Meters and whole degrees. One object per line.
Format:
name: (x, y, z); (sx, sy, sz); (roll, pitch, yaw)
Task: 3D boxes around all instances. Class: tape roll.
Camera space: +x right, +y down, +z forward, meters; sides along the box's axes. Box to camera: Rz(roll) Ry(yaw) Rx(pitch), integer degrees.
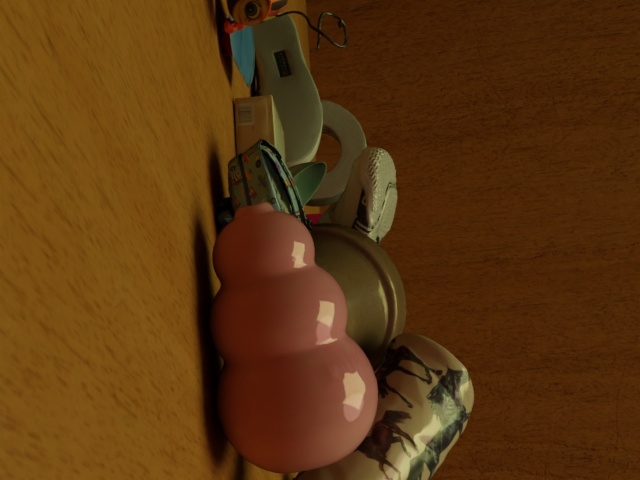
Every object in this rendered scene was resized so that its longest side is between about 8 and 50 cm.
tape roll: (-0.008, -0.186, 2.155); (0.072, 0.219, 0.219); (62, 23, -78)

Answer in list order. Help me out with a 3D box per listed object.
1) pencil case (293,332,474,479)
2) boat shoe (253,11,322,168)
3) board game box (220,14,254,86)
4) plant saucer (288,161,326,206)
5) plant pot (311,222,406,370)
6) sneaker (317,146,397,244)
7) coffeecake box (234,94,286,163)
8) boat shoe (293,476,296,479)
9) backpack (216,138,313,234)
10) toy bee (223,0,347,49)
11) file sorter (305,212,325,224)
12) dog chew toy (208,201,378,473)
pencil case: (0.062, 0.313, 1.426); (0.410, 0.183, 0.160); (-48, 123, -32)
boat shoe: (-0.077, -0.280, 2.050); (0.156, 0.135, 0.367); (85, -8, -64)
board game box: (-0.144, -0.334, 1.669); (0.169, 0.033, 0.133); (60, 29, -69)
plant saucer: (-0.070, -0.071, 1.709); (0.037, 0.195, 0.195); (43, -7, 12)
plant pot: (-0.021, 0.110, 1.530); (0.229, 0.263, 0.263); (-11, 96, -70)
sneaker: (0.000, 0.000, 1.720); (0.137, 0.210, 0.366); (-41, 144, -60)
coffeecake box: (-0.102, -0.155, 1.774); (0.185, 0.068, 0.142); (71, 14, -76)
boat shoe: (-0.031, 0.520, 2.070); (0.152, 0.056, 0.049); (-15, 95, -87)
backpack: (-0.088, -0.052, 1.450); (0.158, 0.117, 0.173); (-90, 161, -72)
toy bee: (-0.110, -0.391, 1.521); (0.195, 0.162, 0.298); (-2, 69, -50)
file sorter: (0.000, 0.115, 2.042); (0.182, 0.202, 0.291); (86, 1, -58)
dog chew toy: (-0.048, 0.117, 1.274); (0.206, 0.206, 0.332); (-36, 113, -86)
